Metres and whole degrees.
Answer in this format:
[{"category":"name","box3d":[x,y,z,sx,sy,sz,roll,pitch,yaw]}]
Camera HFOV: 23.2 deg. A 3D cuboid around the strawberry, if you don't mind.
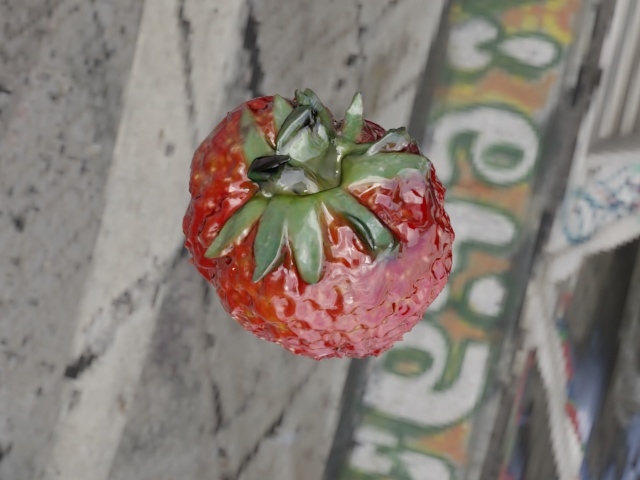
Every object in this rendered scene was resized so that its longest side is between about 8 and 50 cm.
[{"category":"strawberry","box3d":[-0.006,0.000,0.733,0.131,0.131,0.148,-60,180,-35]}]
